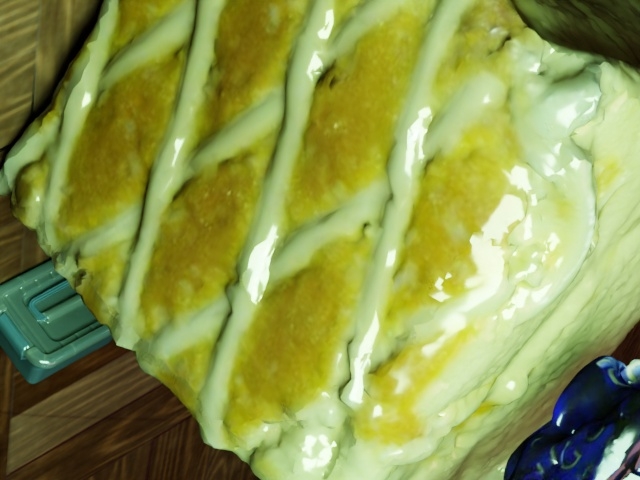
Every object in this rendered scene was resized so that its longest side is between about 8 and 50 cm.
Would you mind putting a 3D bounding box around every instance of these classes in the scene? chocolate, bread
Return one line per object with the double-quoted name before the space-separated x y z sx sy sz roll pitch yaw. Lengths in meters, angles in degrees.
"chocolate" 0.105 0.187 1.171 0.343 0.126 0.148 -35 170 -1
"bread" 0.036 -0.048 1.280 0.279 0.371 0.390 -1 133 -53

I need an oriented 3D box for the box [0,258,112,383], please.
"box" -0.196 0.059 1.451 0.099 0.074 0.054 -29 164 -33
